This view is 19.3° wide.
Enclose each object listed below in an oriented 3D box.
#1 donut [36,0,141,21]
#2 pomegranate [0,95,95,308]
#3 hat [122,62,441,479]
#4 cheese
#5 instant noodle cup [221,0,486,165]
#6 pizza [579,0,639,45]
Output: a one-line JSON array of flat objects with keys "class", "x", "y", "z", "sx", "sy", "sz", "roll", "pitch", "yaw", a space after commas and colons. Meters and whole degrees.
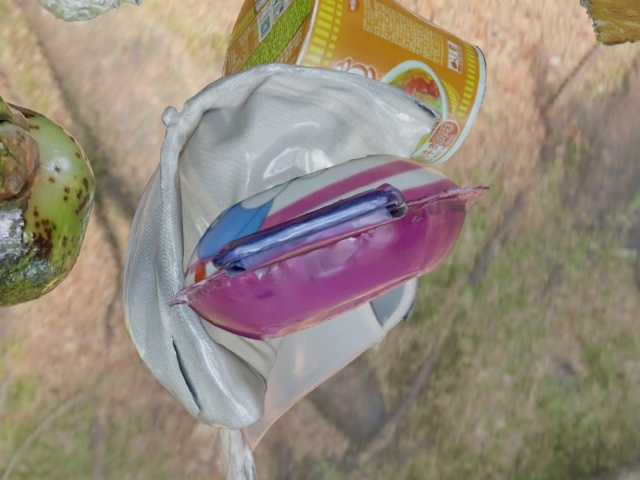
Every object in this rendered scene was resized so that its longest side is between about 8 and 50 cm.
[{"class": "donut", "x": -0.299, "y": -0.390, "z": 1.862, "sx": 0.150, "sy": 0.371, "sz": 0.307, "roll": -35, "pitch": 76, "yaw": -10}, {"class": "pomegranate", "x": -0.339, "y": -0.059, "z": 1.825, "sx": 0.204, "sy": 0.222, "sz": 0.276, "roll": 25, "pitch": 149, "yaw": 28}, {"class": "hat", "x": -0.039, "y": 0.030, "z": 1.011, "sx": 0.164, "sy": 0.219, "sz": 0.226, "roll": 34, "pitch": 145, "yaw": 1}, {"class": "cheese", "x": 0.000, "y": 0.000, "z": 0.815, "sx": 0.155, "sy": 0.244, "sz": 0.062, "roll": -21, "pitch": 85, "yaw": 3}, {"class": "instant noodle cup", "x": 0.034, "y": -0.143, "z": 1.590, "sx": 0.185, "sy": 0.168, "sz": 0.168, "roll": 18, "pitch": 121, "yaw": -24}, {"class": "pizza", "x": 0.290, "y": -0.194, "z": 1.590, "sx": 0.184, "sy": 0.176, "sz": 0.036, "roll": 7, "pitch": 82, "yaw": -6}]
